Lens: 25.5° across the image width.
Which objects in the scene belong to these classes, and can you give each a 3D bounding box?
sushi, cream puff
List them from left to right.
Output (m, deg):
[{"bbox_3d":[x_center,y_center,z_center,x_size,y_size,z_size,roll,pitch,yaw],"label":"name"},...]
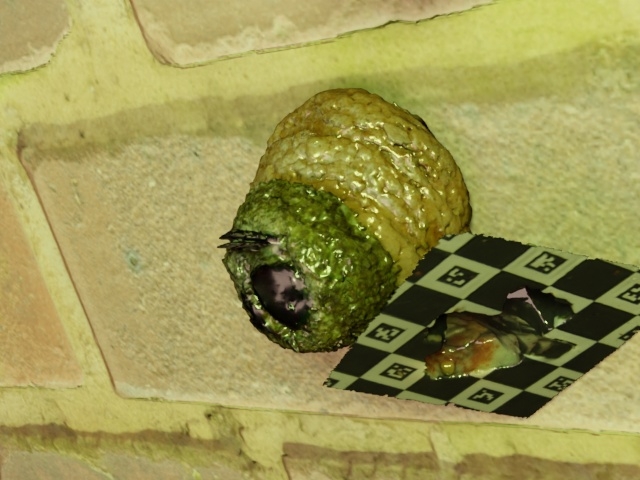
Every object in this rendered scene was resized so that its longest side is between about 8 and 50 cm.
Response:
[{"bbox_3d":[0.000,0.000,1.006,0.183,0.169,0.183,24,131,30],"label":"cream puff"},{"bbox_3d":[0.121,0.049,0.977,0.210,0.193,0.040,128,146,-47],"label":"sushi"}]
